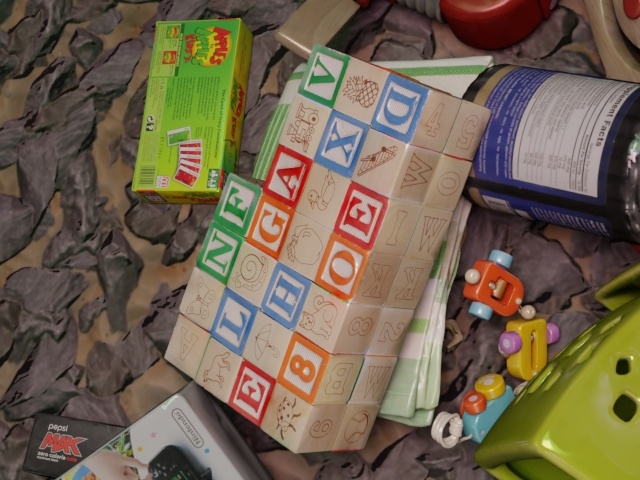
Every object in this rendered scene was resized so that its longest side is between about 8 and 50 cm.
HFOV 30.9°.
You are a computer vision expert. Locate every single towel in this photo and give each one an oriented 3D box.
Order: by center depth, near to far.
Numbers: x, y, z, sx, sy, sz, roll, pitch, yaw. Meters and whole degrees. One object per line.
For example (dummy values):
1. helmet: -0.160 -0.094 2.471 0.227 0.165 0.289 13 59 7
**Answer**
1. towel: 0.027 -0.010 1.044 0.248 0.038 0.325 5 76 36

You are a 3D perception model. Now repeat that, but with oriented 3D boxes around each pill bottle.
1. pill bottle: 0.220 -0.065 0.901 0.219 0.123 0.123 16 78 38

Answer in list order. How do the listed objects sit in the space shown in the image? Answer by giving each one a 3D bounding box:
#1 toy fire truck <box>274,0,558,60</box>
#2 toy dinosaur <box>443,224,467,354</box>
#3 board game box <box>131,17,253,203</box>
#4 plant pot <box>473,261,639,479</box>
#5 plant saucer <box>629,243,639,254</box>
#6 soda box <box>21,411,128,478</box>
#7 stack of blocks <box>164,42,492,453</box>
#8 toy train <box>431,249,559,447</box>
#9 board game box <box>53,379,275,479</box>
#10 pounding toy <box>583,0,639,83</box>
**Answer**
1. toy fire truck: 0.089 -0.239 1.065 0.217 0.158 0.246 31 89 22
2. toy dinosaur: 0.080 0.063 1.026 0.183 0.053 0.092 -42 66 1
3. board game box: -0.125 -0.128 1.150 0.092 0.043 0.181 1 74 16
4. plant pot: 0.271 0.132 0.840 0.228 0.227 0.207 33 78 4
5. plant saucer: 0.432 -0.045 0.958 0.259 0.048 0.258 32 85 22
6. soda box: -0.184 0.201 1.062 0.169 0.053 0.060 6 75 19
7. stack of blocks: 0.000 0.000 0.940 0.171 0.087 0.297 29 104 39
8. toy train: 0.136 0.096 0.974 0.046 0.125 0.166 11 80 53
9. board game box: -0.165 0.294 0.965 0.303 0.097 0.224 -36 90 5
10. pounding toy: 0.270 -0.180 0.962 0.155 0.154 0.269 -5 69 -15
